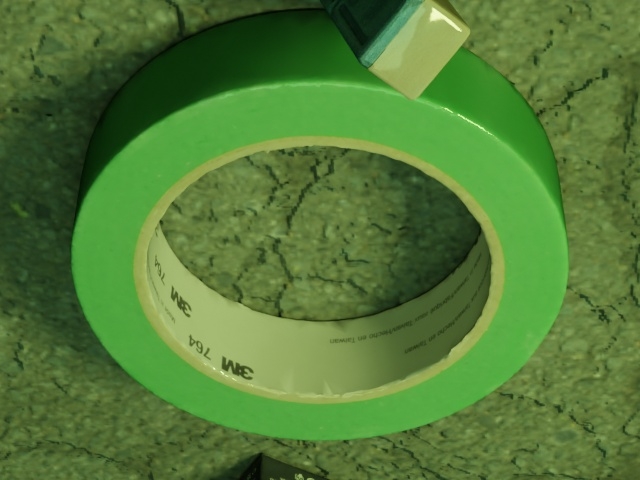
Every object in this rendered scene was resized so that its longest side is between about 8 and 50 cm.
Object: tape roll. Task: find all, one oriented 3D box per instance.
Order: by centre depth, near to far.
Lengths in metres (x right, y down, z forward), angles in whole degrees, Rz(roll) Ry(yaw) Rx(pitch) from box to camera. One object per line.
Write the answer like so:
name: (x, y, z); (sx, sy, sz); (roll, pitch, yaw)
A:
tape roll: (0.000, 0.000, 1.197); (0.321, 0.077, 0.321); (1, 132, 1)

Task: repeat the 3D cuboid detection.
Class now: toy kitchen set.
toy kitchen set: (0.042, -0.219, 0.993); (0.166, 0.122, 0.207); (34, 105, -26)

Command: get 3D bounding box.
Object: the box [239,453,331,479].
box: (-0.047, 0.277, 1.396); (0.093, 0.158, 0.156); (24, 128, -19)
